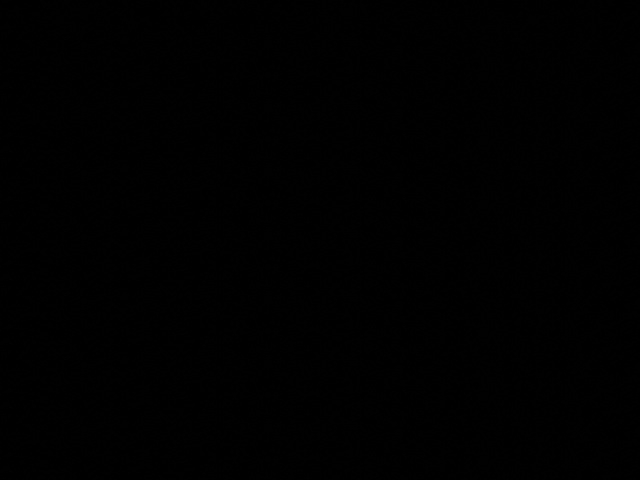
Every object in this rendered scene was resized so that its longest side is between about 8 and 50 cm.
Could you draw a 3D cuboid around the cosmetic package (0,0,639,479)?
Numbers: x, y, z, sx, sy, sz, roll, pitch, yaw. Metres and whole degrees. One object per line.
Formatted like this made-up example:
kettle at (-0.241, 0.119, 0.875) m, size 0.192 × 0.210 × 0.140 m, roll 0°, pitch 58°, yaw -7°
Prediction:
cosmetic package at (0.000, 0.000, 0.213) m, size 0.393 × 0.329 × 0.327 m, roll 2°, pitch -71°, yaw 51°
